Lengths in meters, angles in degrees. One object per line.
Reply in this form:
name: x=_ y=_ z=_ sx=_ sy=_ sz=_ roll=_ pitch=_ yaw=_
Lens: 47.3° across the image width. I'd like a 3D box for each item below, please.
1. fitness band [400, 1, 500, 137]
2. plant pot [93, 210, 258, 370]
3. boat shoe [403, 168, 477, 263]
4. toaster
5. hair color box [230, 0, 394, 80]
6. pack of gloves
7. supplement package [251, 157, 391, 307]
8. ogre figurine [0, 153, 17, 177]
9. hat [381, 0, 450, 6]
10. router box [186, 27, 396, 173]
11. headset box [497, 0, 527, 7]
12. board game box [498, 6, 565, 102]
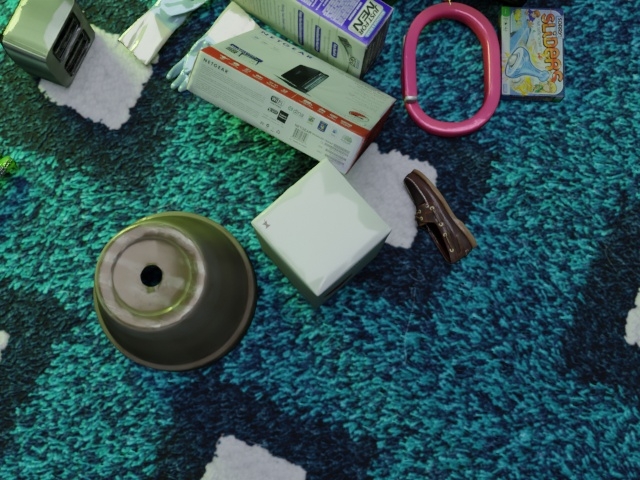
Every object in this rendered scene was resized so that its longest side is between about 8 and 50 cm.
fitness band: x=0.277 y=-0.364 z=1.553 sx=0.209 sy=0.054 sz=0.290 roll=1 pitch=81 yaw=-1
plant pot: x=-0.286 y=0.080 z=1.354 sx=0.323 sy=0.280 sz=0.323 roll=0 pitch=79 yaw=-1
boat shoe: x=0.231 y=-0.048 z=1.488 sx=0.073 sy=0.073 sz=0.207 roll=-36 pitch=83 yaw=-8
toaster: x=-0.556 y=-0.416 z=1.488 sx=0.110 sy=0.168 sz=0.185 roll=23 pitch=80 yaw=2
hair color box: x=-0.026 y=-0.483 z=1.501 sx=0.339 sy=0.185 sz=0.110 roll=35 pitch=80 yaw=4
pack of gloves: x=-0.280 y=-0.441 z=1.572 sx=0.195 sy=0.046 sz=0.232 roll=43 pitch=85 yaw=-6
supplement package: x=0.000 y=0.000 z=1.364 sx=0.177 sy=0.293 sz=0.175 roll=-41 pitch=83 yaw=-6
ogre figurine: x=-0.730 y=-0.144 z=1.481 sx=0.197 sy=0.097 sz=0.118 roll=25 pitch=62 yaw=-12
hat: x=0.144 y=-0.571 z=1.498 sx=0.209 sy=0.183 sz=0.172 roll=5 pitch=95 yaw=-18
router box: x=-0.043 y=-0.283 z=1.416 sx=0.336 sy=0.301 sz=0.082 roll=28 pitch=119 yaw=3
headset box: x=0.339 y=-0.595 z=1.486 sx=0.246 sy=0.283 sz=0.131 roll=20 pitch=96 yaw=3
board game box: x=0.452 y=-0.400 z=1.571 sx=0.136 sy=0.035 sz=0.201 roll=2 pitch=80 yaw=-1
